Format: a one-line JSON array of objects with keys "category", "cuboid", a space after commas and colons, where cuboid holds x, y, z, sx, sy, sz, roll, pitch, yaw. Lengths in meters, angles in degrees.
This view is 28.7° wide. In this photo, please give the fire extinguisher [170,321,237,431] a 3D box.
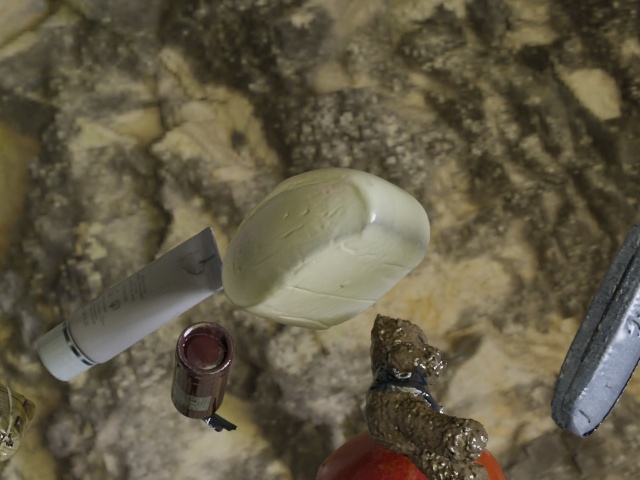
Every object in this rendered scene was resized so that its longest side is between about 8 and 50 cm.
[{"category": "fire extinguisher", "cuboid": [-0.143, 0.187, 1.588, 0.099, 0.071, 0.231, 33, -28, 10]}]

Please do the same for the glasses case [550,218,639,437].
[{"category": "glasses case", "cuboid": [0.343, 0.092, 1.430, 0.067, 0.109, 0.282, 22, -98, 36]}]

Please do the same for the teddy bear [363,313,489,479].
[{"category": "teddy bear", "cuboid": [0.114, 0.204, 1.551, 0.182, 0.129, 0.251, 86, -15, -46]}]

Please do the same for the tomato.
[{"category": "tomato", "cuboid": [0.157, 0.365, 1.866, 0.309, 0.309, 0.170, 53, -51, 26]}]

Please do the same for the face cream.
[{"category": "face cream", "cuboid": [-0.282, 0.100, 1.874, 0.314, 0.089, 0.143, -34, -141, 12]}]

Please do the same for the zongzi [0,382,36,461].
[{"category": "zongzi", "cuboid": [-0.523, 0.252, 1.874, 0.178, 0.189, 0.081, 38, -84, -9]}]

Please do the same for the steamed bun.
[{"category": "steamed bun", "cuboid": [0.000, 0.000, 1.587, 0.250, 0.200, 0.154, -39, -123, 25]}]
